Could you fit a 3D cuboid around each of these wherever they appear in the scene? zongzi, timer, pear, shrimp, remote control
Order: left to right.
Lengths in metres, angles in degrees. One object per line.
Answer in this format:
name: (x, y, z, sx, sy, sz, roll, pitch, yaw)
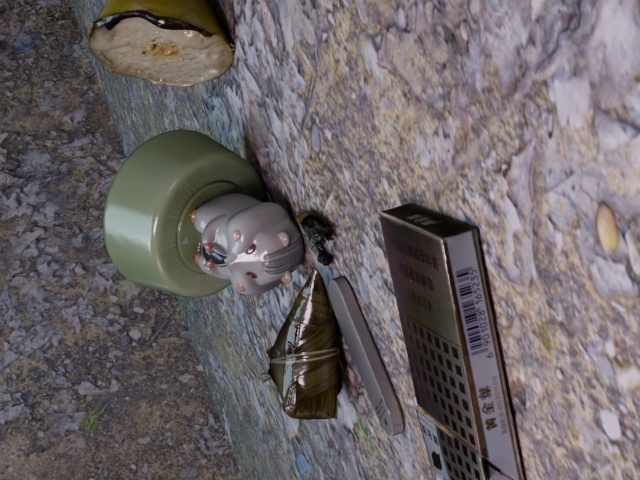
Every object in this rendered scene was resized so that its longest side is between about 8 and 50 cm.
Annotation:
pear: (-0.271, -0.385, 1.794, 0.267, 0.267, 0.178, 122, 147, -70)
timer: (-0.161, -0.013, 1.767, 0.315, 0.291, 0.290, 22, 131, 41)
zongzi: (-0.028, 0.145, 1.716, 0.248, 0.111, 0.240, -147, 60, -76)
shrimp: (0.000, 0.000, 1.562, 0.091, 0.034, 0.161, 65, 174, -14)
remote control: (0.064, 0.164, 1.516, 0.077, 0.022, 0.244, 103, 146, -66)

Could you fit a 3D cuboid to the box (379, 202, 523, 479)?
box: (0.143, 0.130, 1.150, 0.180, 0.047, 0.324, -150, 46, -69)
